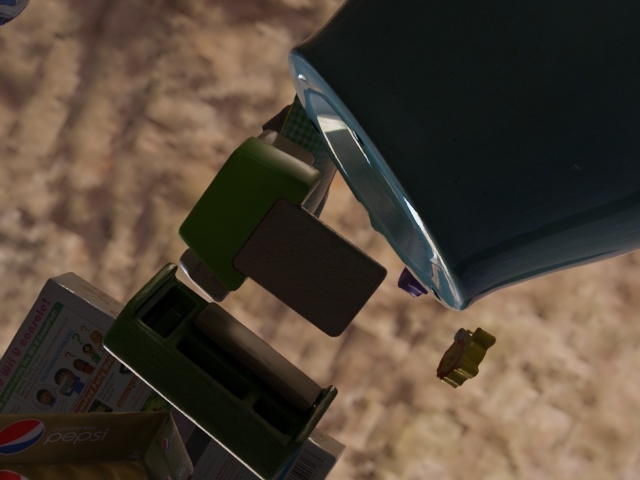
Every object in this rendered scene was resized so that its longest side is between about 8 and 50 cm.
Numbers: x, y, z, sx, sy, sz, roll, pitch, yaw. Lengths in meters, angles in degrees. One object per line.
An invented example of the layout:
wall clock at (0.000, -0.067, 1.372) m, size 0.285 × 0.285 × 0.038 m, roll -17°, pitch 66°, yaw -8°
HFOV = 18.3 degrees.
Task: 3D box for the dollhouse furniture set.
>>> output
dollhouse furniture set at (0.000, 0.000, 1.426) m, size 0.197 × 0.151 × 0.301 m, roll -53°, pitch -1°, yaw 25°

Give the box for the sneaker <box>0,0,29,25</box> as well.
sneaker at (-0.284, -0.213, 1.550) m, size 0.211 × 0.080 × 0.081 m, roll -34°, pitch -24°, yaw -55°

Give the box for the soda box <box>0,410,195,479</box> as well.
soda box at (-0.189, 0.168, 1.472) m, size 0.058 × 0.181 × 0.061 m, roll -62°, pitch -39°, yaw -49°

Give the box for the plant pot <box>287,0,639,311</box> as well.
plant pot at (0.131, -0.100, 1.160) m, size 0.255 × 0.271 × 0.271 m, roll -33°, pitch 0°, yaw -5°

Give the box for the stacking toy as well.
stacking toy at (0.103, -0.013, 1.638) m, size 0.221 × 0.167 × 0.052 m, roll -59°, pitch 16°, yaw -10°

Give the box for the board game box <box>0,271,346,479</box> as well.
board game box at (-0.164, 0.201, 1.789) m, size 0.224 × 0.303 × 0.097 m, roll -58°, pitch -4°, yaw 7°

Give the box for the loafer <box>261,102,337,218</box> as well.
loafer at (-0.017, -0.128, 2.452) m, size 0.112 × 0.111 × 0.319 m, roll -78°, pitch 12°, yaw -78°
